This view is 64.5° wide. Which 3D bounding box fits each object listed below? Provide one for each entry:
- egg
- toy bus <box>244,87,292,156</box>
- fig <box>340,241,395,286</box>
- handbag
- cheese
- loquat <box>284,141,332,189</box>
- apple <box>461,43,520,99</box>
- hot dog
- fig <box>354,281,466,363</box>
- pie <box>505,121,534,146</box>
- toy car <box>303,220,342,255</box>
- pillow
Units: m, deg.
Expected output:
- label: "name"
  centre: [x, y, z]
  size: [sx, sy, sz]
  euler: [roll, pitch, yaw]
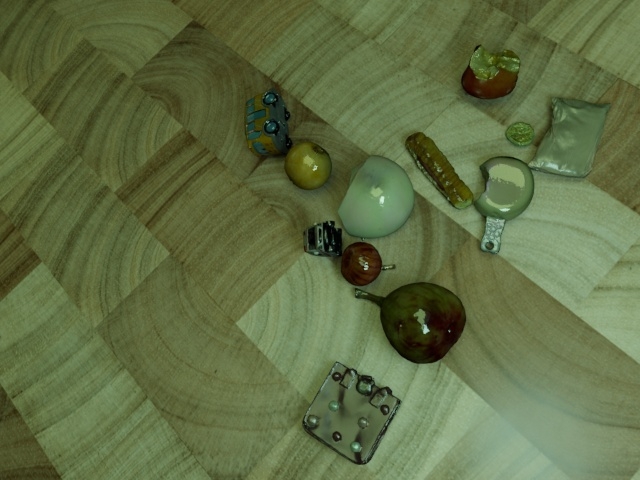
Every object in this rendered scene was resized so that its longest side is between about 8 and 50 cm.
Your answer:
- label: "egg"
  centre: [0.168, -0.143, 1.480]
  size: [0.207, 0.162, 0.270]
  euler: [12, 76, 17]
- label: "toy bus"
  centre: [-0.177, -0.375, 1.655]
  size: [0.136, 0.126, 0.209]
  euler: [-11, 70, 17]
- label: "fig"
  centre: [0.127, 0.059, 1.450]
  size: [0.150, 0.128, 0.128]
  euler: [-29, 65, -30]
- label: "handbag"
  centre: [0.081, 0.455, 1.343]
  size: [0.203, 0.074, 0.216]
  euler: [28, 79, 18]
- label: "cheese"
  centre: [0.505, -0.099, 1.438]
  size: [0.163, 0.082, 0.286]
  euler: [16, 77, 17]
- label: "loquat"
  centre: [-0.038, -0.229, 1.563]
  size: [0.163, 0.163, 0.137]
  euler: [24, 42, 18]
- label: "apple"
  centre: [0.520, -0.504, 1.542]
  size: [0.158, 0.147, 0.156]
  euler: [24, 45, 9]
- label: "hot dog"
  centre: [0.355, -0.214, 1.517]
  size: [0.083, 0.068, 0.289]
  euler: [-30, 67, -7]
- label: "fig"
  centre: [0.218, 0.183, 1.365]
  size: [0.321, 0.217, 0.217]
  euler: [28, 78, 42]
- label: "pie"
  centre: [0.602, -0.319, 1.524]
  size: [0.084, 0.021, 0.084]
  euler: [-5, 66, 11]
- label: "toy car"
  centre: [0.000, 0.000, 1.442]
  size: [0.108, 0.210, 0.089]
  euler: [-1, 83, 9]
- label: "pillow"
  centre: [0.722, -0.305, 1.470]
  size: [0.173, 0.067, 0.270]
  euler: [19, 76, 11]
